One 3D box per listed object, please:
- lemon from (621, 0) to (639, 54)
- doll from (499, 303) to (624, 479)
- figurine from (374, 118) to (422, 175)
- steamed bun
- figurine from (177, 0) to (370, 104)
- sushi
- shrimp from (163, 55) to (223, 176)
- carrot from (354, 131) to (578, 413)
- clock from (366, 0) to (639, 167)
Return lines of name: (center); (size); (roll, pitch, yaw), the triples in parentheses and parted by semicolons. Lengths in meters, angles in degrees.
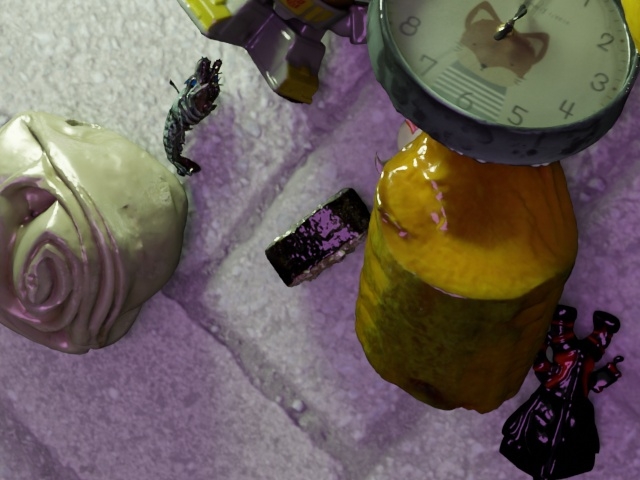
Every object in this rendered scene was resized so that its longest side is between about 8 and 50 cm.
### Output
lemon: (0.469, -0.286, 1.504); (0.297, 0.297, 0.297); (3, 98, 18)
doll: (0.304, 0.206, 1.734); (0.127, 0.088, 0.249); (12, 95, 19)
figurine: (0.184, -0.122, 1.719); (0.229, 0.112, 0.137); (0, 112, 8)
steamed bun: (-0.364, -0.011, 1.858); (0.324, 0.219, 0.310); (37, 107, 11)
figurine: (-0.011, -0.342, 1.717); (0.285, 0.342, 0.167); (-45, 38, 20)
sushi: (0.000, 0.000, 1.806); (0.150, 0.090, 0.078); (-35, 90, 18)
shrimp: (-0.180, -0.172, 1.849); (0.076, 0.082, 0.174); (22, 111, 10)
carrot: (0.170, 0.032, 1.624); (0.241, 0.241, 0.341); (22, 129, 15)
clock: (0.214, -0.239, 1.602); (0.325, 0.067, 0.325); (4, 62, -8)
